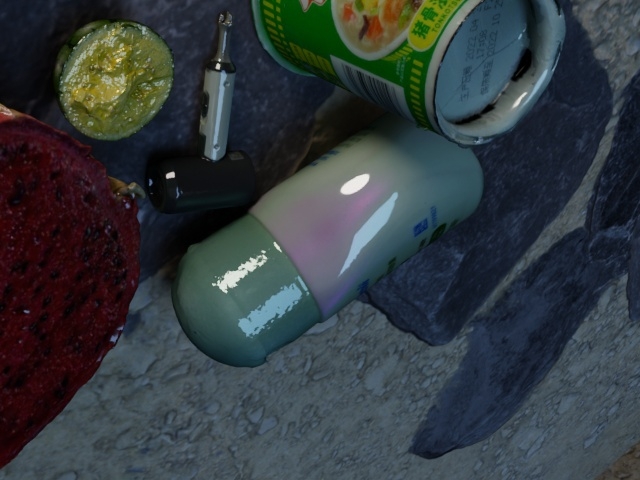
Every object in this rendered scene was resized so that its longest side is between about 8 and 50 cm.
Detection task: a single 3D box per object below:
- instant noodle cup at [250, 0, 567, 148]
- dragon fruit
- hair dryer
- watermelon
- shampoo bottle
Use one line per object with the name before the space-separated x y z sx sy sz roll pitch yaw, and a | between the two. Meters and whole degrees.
instant noodle cup | 0.079 -0.198 0.714 0.207 0.232 0.207 -23 135 -25
dragon fruit | -0.268 0.016 0.675 0.205 0.152 0.317 -21 130 -57
hair dryer | -0.107 -0.121 0.768 0.100 0.057 0.198 -9 120 -38
watermelon | -0.179 -0.139 0.667 0.105 0.062 0.106 -31 141 -30
shampoo bottle | 0.000 0.000 0.864 0.349 0.151 0.222 -34 174 -13
